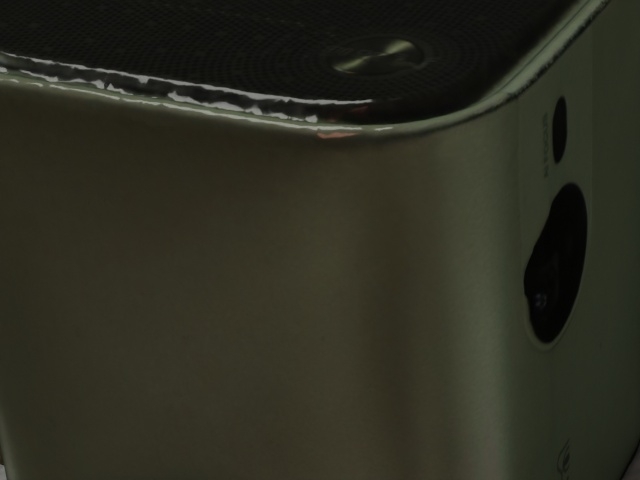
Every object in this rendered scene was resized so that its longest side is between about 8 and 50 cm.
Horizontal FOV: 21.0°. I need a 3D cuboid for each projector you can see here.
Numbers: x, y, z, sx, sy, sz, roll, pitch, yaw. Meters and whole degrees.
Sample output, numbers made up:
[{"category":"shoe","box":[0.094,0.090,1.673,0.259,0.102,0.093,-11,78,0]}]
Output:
[{"category":"projector","box":[0.000,0.000,0.736,0.248,0.249,0.248,11,33,25]}]

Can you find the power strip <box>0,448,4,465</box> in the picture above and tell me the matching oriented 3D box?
[{"category":"power strip","box":[-0.066,0.088,0.915,0.213,0.065,0.198,11,34,32]}]
